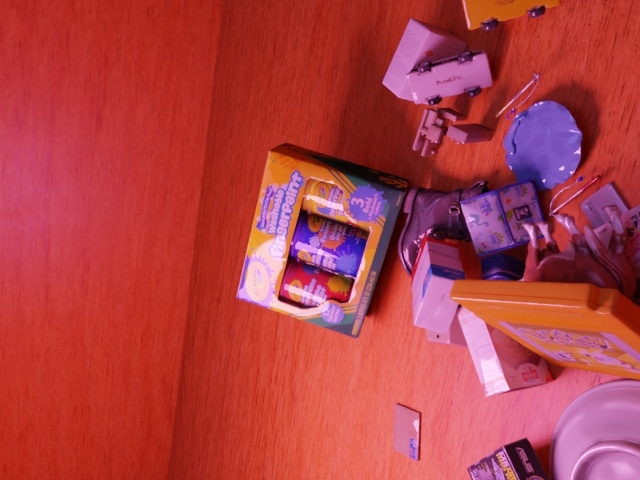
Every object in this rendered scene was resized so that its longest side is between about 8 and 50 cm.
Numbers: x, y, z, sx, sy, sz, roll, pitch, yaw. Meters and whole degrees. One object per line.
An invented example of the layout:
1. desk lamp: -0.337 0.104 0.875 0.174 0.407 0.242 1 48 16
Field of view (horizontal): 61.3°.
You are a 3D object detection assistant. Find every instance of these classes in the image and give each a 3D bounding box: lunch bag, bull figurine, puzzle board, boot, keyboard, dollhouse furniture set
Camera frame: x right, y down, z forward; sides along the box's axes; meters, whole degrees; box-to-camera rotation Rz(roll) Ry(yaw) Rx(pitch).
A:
1. lunch bag: 0.391 0.076 1.148 0.067 0.098 0.065 -33 44 55
2. bull figurine: 0.431 0.052 0.973 0.310 0.101 0.188 156 107 -72
3. puzzle board: 0.233 0.515 1.455 0.096 0.011 0.128 2 91 56
4. boot: 0.304 -0.016 1.299 0.229 0.091 0.263 12 106 49
5. keyboard: 0.557 0.018 0.967 0.072 0.014 0.256 -45 53 41
6. dollhouse furniture set: 0.303 -0.227 1.275 0.151 0.144 0.123 37 126 35
7. lunch bag: 0.388 -0.047 1.137 0.151 0.096 0.129 -18 88 23

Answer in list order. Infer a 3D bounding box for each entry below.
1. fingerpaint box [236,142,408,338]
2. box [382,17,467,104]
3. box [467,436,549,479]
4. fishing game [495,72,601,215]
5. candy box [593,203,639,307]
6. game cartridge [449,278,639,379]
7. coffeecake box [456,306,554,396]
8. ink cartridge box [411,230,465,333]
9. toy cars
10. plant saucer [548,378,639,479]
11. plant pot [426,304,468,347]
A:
1. fingerpaint box: 0.000 0.000 1.501 0.163 0.371 0.445 -55 -18 -68
2. box: 0.257 -0.440 1.341 0.091 0.130 0.170 58 134 43
3. box: 0.407 0.557 1.070 0.216 0.060 0.270 102 152 -55
4. fishing game: 0.457 -0.190 1.107 0.189 0.041 0.264 -55 50 52
5. candy box: 0.551 0.037 0.862 0.165 0.070 0.196 124 138 -62
6. game cartridge: 0.422 0.152 0.898 0.285 0.323 0.053 -4 61 58
7. coffeecake box: 0.379 0.215 1.114 0.068 0.142 0.185 -42 55 48
8. ink cartridge box: 0.259 0.085 1.217 0.231 0.078 0.134 -74 -3 -64
9. toy cars: 0.351 -0.454 1.201 0.394 0.176 0.087 -53 9 42
10. plant saucer: 0.539 0.441 0.898 0.400 0.100 0.401 -3 87 57
11. plant pot: 0.309 0.198 1.268 0.109 0.096 0.109 -5 85 58
